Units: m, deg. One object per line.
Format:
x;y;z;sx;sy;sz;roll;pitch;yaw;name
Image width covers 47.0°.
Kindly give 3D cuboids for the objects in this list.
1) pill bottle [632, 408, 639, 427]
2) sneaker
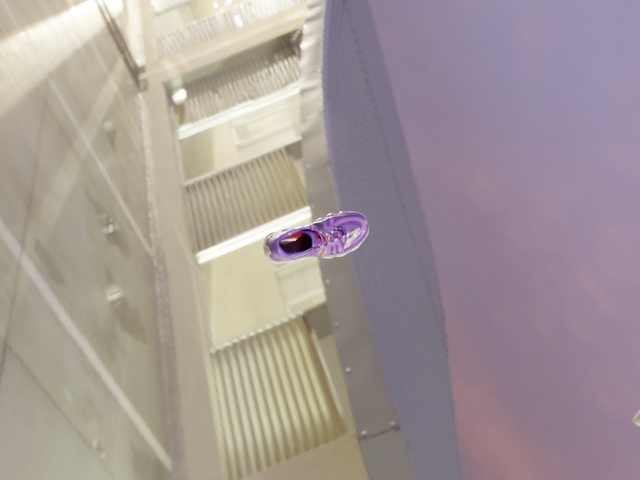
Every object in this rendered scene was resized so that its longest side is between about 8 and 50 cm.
0.397;0.200;0.745;0.137;0.078;0.078;40;-13;24;pill bottle
0.000;0.000;1.109;0.071;0.169;0.068;169;-96;-72;sneaker
